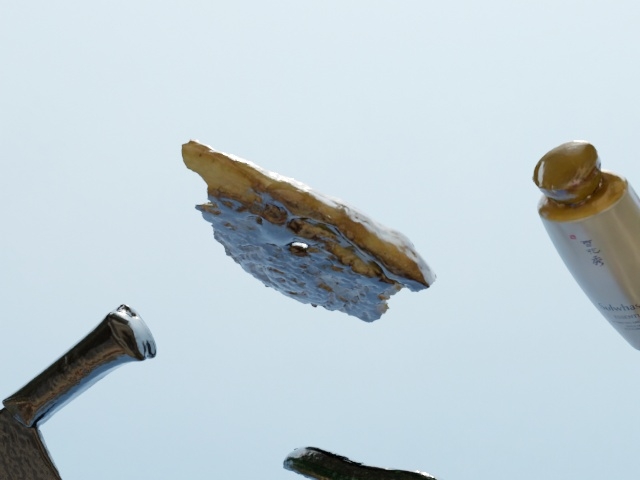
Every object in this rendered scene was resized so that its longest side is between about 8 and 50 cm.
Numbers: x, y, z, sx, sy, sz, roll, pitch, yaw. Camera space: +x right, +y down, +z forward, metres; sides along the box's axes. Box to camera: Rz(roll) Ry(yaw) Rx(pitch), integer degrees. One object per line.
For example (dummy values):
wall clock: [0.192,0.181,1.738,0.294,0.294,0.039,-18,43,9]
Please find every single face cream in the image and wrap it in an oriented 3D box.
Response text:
face cream: [0.208,0.009,0.789,0.072,0.182,0.051,-10,-139,35]

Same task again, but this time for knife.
knife: [-0.162,0.114,0.569,0.230,0.028,0.060,-36,-101,25]

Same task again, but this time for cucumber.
cucumber: [0.032,0.197,0.922,0.184,0.033,0.036,4,-153,41]

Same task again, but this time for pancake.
pancake: [0.000,0.000,1.054,0.212,0.257,0.056,8,-116,25]
